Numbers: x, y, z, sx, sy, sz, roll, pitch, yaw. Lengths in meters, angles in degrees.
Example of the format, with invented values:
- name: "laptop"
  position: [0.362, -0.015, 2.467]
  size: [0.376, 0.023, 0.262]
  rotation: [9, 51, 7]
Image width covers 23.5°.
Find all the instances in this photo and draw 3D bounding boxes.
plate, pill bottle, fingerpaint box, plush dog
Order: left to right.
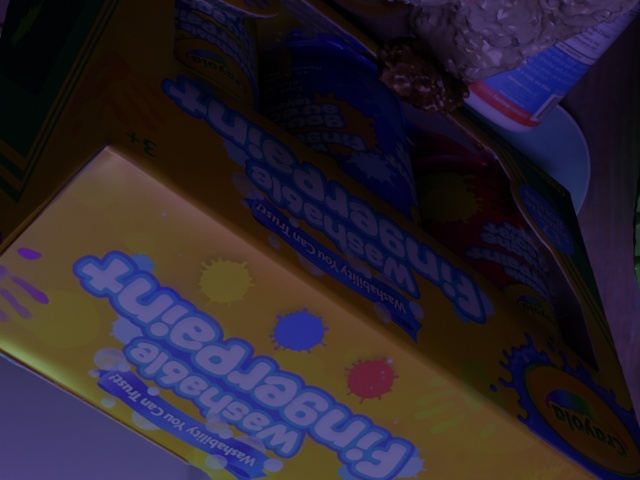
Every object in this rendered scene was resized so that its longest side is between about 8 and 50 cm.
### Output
- name: "fingerpaint box"
  position: [0.000, 0.000, 1.018]
  size: [0.444, 0.371, 0.163]
  rotation: [36, 118, -25]
- name: "plate"
  position: [0.125, -0.049, 1.248]
  size: [0.188, 0.024, 0.188]
  rotation: [-5, 124, -7]
- name: "plush dog"
  position: [0.133, -0.185, 0.942]
  size: [0.210, 0.225, 0.262]
  rotation: [35, 68, -10]
- name: "pill bottle"
  position: [0.174, -0.195, 1.097]
  size: [0.124, 0.124, 0.221]
  rotation: [30, 113, -26]

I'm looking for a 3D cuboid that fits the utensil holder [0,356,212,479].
- name: "utensil holder"
  position: [-0.268, 0.161, 1.142]
  size: [0.385, 0.328, 0.328]
  rotation: [7, 122, -11]

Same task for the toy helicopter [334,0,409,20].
- name: "toy helicopter"
  position: [-0.023, -0.273, 0.980]
  size: [0.234, 0.140, 0.355]
  rotation: [5, 145, 26]

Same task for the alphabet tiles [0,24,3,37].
- name: "alphabet tiles"
  position: [-0.152, -0.108, 1.166]
  size: [0.237, 0.009, 0.198]
  rotation: [-1, 124, -10]

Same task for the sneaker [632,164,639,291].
- name: "sneaker"
  position: [0.336, -0.074, 1.093]
  size: [0.202, 0.185, 0.483]
  rotation: [12, 151, 13]
